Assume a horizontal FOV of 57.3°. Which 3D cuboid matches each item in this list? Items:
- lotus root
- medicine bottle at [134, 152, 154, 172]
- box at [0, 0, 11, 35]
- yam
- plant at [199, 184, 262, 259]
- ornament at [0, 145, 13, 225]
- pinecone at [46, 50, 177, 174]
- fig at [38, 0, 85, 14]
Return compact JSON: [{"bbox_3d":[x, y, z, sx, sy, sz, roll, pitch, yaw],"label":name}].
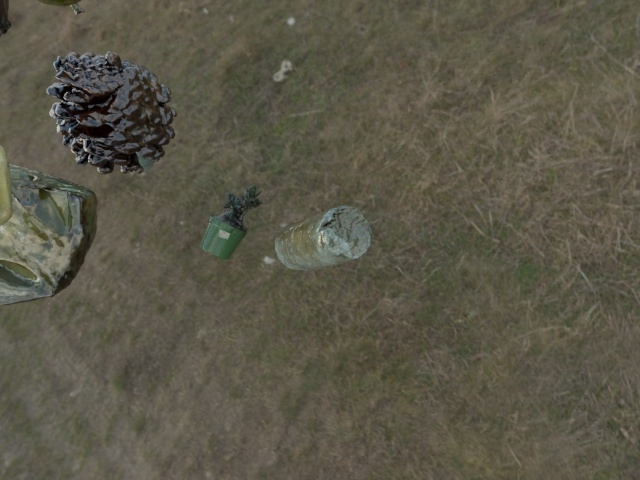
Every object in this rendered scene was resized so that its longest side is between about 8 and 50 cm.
[{"bbox_3d":[-0.466,-0.023,0.854,0.314,0.142,0.210,26,93,9],"label":"lotus root"},{"bbox_3d":[-0.517,-0.314,1.704,0.352,0.110,0.110,-40,24,62],"label":"medicine bottle"},{"bbox_3d":[-0.737,-0.406,1.013,0.404,0.263,0.108,-21,33,21],"label":"box"},{"bbox_3d":[0.000,0.000,0.966,0.093,0.093,0.259,-56,13,-17],"label":"yam"},{"bbox_3d":[-0.111,-0.028,0.736,0.051,0.051,0.102,28,89,44],"label":"plant"},{"bbox_3d":[-0.370,-0.089,0.500,0.201,0.180,0.059,7,22,4],"label":"ornament"},{"bbox_3d":[-0.486,-0.294,1.374,0.242,0.295,0.298,6,25,30],"label":"pinecone"},{"bbox_3d":[-0.553,-0.568,1.241,0.142,0.148,0.186,-54,28,13],"label":"fig"}]
